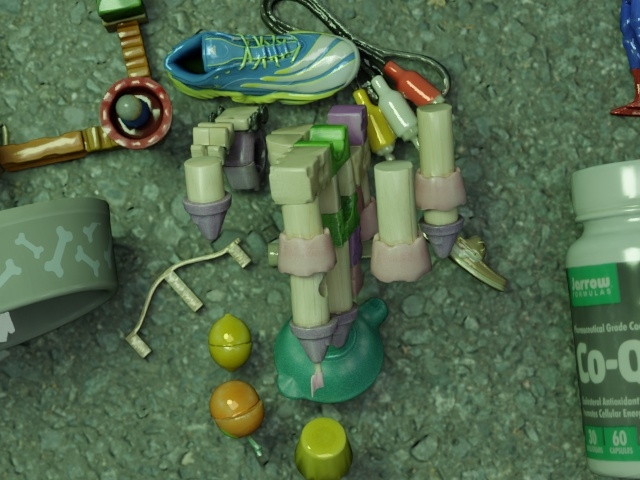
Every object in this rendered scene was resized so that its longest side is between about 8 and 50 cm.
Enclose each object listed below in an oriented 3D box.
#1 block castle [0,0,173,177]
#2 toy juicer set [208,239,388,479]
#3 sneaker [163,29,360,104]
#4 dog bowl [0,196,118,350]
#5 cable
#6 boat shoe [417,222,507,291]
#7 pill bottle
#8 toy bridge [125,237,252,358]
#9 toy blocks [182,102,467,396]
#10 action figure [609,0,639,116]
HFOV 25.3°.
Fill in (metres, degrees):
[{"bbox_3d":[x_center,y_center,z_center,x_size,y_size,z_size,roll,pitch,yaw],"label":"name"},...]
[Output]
[{"bbox_3d":[-0.358,-0.302,1.693,0.303,0.213,0.453,-12,87,-2],"label":"block castle"},{"bbox_3d":[-0.025,0.122,1.740,0.209,0.089,0.329,15,61,9],"label":"toy juicer set"},{"bbox_3d":[-0.078,-0.208,1.709,0.240,0.126,0.091,-5,90,16],"label":"sneaker"},{"bbox_3d":[-0.387,0.063,1.612,0.349,0.349,0.102,-21,84,-2],"label":"dog bowl"},{"bbox_3d":[0.052,-0.227,1.763,0.139,0.072,0.287,-41,88,1],"label":"cable"},{"bbox_3d":[0.181,0.011,1.762,0.135,0.050,0.045,38,92,1],"label":"boat shoe"},{"bbox_3d":[0.398,0.090,1.685,0.204,0.204,0.361,-6,86,-1],"label":"pill bottle"},{"bbox_3d":[-0.169,0.061,1.765,0.188,0.026,0.063,-43,87,-3],"label":"toy bridge"},{"bbox_3d":[0.000,0.000,1.649,0.309,0.288,0.260,1,112,16],"label":"toy blocks"},{"bbox_3d":[0.357,-0.301,1.763,0.139,0.091,0.280,5,86,-10],"label":"action figure"}]
